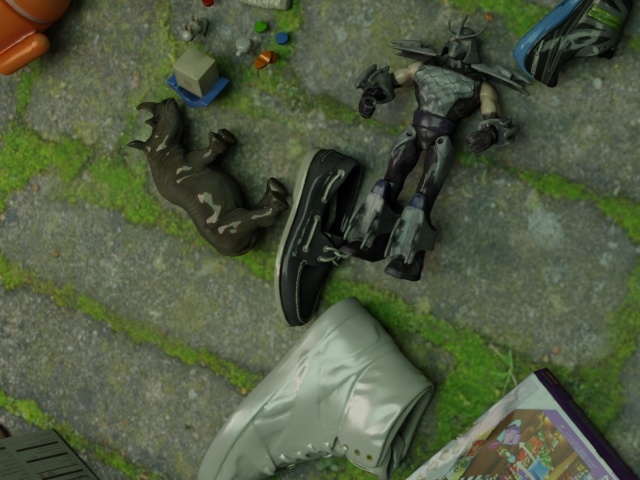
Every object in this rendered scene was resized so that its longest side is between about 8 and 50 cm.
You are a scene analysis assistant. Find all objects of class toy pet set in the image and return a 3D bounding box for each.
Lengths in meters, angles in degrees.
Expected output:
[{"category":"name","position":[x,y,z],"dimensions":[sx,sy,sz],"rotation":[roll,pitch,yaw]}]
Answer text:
[{"category":"toy pet set","position":[-0.115,-0.209,1.508],"dimensions":[0.122,0.065,0.114],"rotation":[31,69,19]}]

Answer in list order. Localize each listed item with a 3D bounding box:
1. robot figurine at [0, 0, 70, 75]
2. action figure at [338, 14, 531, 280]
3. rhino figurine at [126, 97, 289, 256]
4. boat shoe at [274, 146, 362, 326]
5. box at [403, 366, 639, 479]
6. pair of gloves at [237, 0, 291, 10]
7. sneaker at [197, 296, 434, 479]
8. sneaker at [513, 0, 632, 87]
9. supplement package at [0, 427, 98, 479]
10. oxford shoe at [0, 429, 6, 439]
[{"category":"robot figurine","position":[-0.399,-0.298,1.591],"dimensions":[0.219,0.128,0.158],"rotation":[-32,40,23]},{"category":"action figure","position":[0.114,-0.103,1.369],"dimensions":[0.185,0.099,0.285],"rotation":[22,97,33]},{"category":"rhino figurine","position":[-0.142,-0.081,1.504],"dimensions":[0.243,0.073,0.106],"rotation":[45,106,19]},{"category":"boat shoe","position":[0.000,0.000,1.436],"dimensions":[0.065,0.075,0.206],"rotation":[12,91,28]},{"category":"box","position":[0.189,0.303,1.360],"dimensions":[0.293,0.057,0.201],"rotation":[-43,73,20]},{"category":"pair of gloves","position":[-0.112,-0.392,1.500],"dimensions":[0.240,0.042,0.204],"rotation":[25,102,24]},{"category":"sneaker","position":[-0.003,0.224,1.424],"dimensions":[0.169,0.108,0.292],"rotation":[45,107,21]},{"category":"sneaker","position":[0.285,-0.228,1.309],"dimensions":[0.188,0.067,0.078],"rotation":[-39,96,19]},{"category":"supplement package","position":[-0.411,0.383,1.568],"dimensions":[0.145,0.204,0.262],"rotation":[43,108,19]},{"category":"oxford shoe","position":[-0.589,0.353,1.684],"dimensions":[0.397,0.146,0.140],"rotation":[-37,76,22]}]
